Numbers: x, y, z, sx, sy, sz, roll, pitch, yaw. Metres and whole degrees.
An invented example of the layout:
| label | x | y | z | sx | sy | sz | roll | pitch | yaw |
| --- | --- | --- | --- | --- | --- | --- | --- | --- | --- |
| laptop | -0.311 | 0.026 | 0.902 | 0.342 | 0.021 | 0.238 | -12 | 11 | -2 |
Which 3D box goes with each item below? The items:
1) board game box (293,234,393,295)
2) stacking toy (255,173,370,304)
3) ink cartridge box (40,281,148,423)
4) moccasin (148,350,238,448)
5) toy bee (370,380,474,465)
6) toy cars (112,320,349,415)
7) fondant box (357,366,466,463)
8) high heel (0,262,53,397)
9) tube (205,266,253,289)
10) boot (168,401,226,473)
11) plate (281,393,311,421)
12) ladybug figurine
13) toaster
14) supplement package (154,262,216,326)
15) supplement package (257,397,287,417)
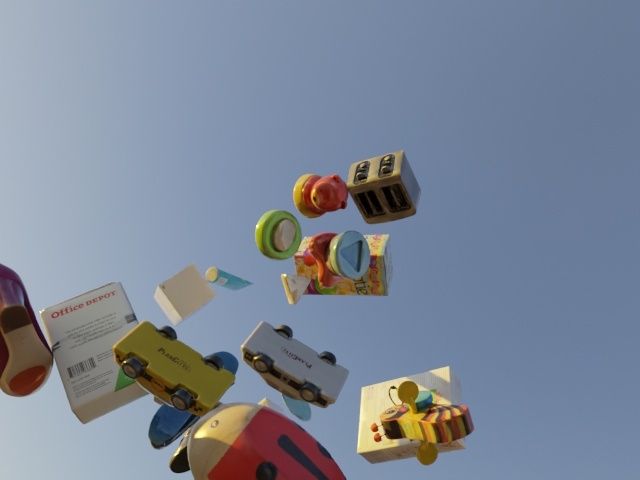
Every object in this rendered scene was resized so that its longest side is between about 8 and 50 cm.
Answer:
| label | x | y | z | sx | sy | sz | roll | pitch | yaw |
| --- | --- | --- | --- | --- | --- | --- | --- | --- | --- |
| board game box | 0.075 | 0.075 | 1.618 | 0.275 | 0.144 | 0.142 | -1 | -64 | 16 |
| stacking toy | 0.000 | 0.000 | 1.352 | 0.130 | 0.279 | 0.309 | -2 | -62 | 50 |
| ink cartridge box | -0.557 | 0.278 | 1.340 | 0.289 | 0.211 | 0.122 | 56 | -25 | 27 |
| moccasin | -0.379 | 0.456 | 1.527 | 0.137 | 0.342 | 0.117 | 38 | -45 | 14 |
| toy bee | 0.212 | 0.444 | 1.250 | 0.195 | 0.162 | 0.298 | 61 | -31 | 15 |
| toy cars | -0.146 | 0.226 | 0.890 | 0.393 | 0.176 | 0.087 | 5 | -51 | -24 |
| fondant box | 0.286 | 0.561 | 1.676 | 0.330 | 0.238 | 0.096 | -23 | -55 | 28 |
| high heel | -0.734 | 0.216 | 1.252 | 0.181 | 0.127 | 0.377 | 45 | -47 | 30 |
| tube | -0.321 | 0.144 | 1.843 | 0.080 | 0.207 | 0.052 | -16 | -114 | 20 |
| boot | -0.410 | 0.568 | 1.622 | 0.229 | 0.263 | 0.091 | 11 | -46 | 41 |
| plate | -0.105 | 0.649 | 2.108 | 0.024 | 0.188 | 0.188 | -38 | -84 | 13 |
| ladybug figurine | -0.087 | 0.525 | 1.164 | 0.449 | 0.305 | 0.162 | 39 | -67 | 5 |
| toaster | 0.182 | -0.142 | 1.482 | 0.168 | 0.110 | 0.186 | -10 | -51 | 29 |
| supplement package | -0.454 | 0.185 | 1.740 | 0.134 | 0.139 | 0.244 | 54 | -24 | 0 |
| supplement package | -0.157 | 0.579 | 1.421 | 0.194 | 0.203 | 0.149 | 48 | -8 | 30 |
